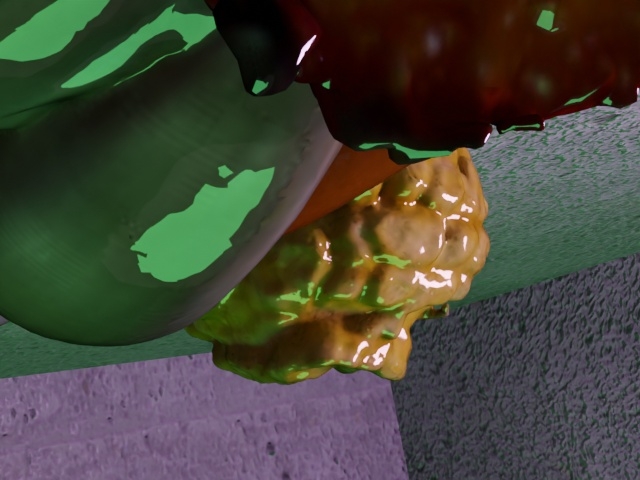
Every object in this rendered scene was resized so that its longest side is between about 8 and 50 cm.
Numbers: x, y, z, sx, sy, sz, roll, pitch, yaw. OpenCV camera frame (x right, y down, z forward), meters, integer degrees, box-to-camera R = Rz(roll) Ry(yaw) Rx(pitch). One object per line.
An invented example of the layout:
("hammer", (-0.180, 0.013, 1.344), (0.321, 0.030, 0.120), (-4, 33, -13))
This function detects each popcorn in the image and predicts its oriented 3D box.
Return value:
("popcorn", (0.000, 0.000, 1.318), (0.190, 0.250, 0.250), (35, 148, -26))

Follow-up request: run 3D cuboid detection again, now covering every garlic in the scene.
("garlic", (-0.102, -0.100, 0.710), (0.231, 0.246, 0.340), (29, 165, -20))

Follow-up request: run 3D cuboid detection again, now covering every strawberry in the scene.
("strawberry", (0.018, -0.135, 0.486), (0.234, 0.234, 0.178), (-7, -168, -26))

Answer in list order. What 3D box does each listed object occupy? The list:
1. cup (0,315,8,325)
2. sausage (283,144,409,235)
("cup", (-0.188, -0.032, 0.999), (0.288, 0.203, 0.203), (-20, 170, 14))
("sausage", (0.049, -0.089, 0.887), (0.300, 0.089, 0.083), (-33, -148, -5))
